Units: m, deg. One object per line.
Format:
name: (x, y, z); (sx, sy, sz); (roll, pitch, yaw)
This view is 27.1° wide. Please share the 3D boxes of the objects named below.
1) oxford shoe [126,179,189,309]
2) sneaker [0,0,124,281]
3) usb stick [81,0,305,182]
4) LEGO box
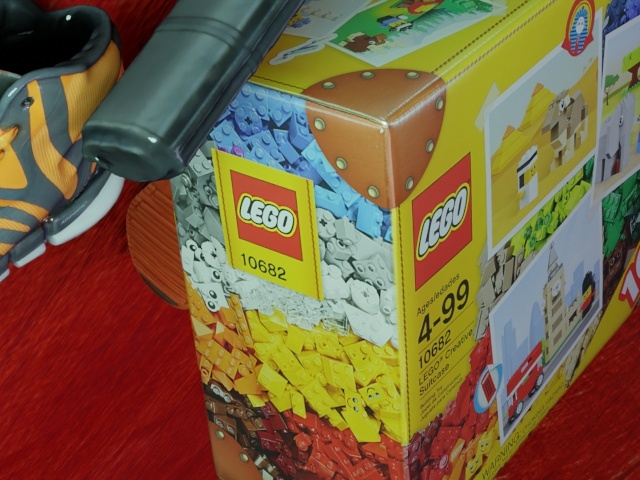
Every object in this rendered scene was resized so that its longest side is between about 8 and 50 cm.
oxford shoe: (-0.082, -0.043, 1.059); (0.098, 0.097, 0.271); (-42, 167, -40)
sneaker: (-0.221, -0.024, 0.680); (0.321, 0.124, 0.180); (-50, 167, -33)
usb stick: (-0.030, -0.145, 0.710); (0.077, 0.045, 0.278); (4, -125, 53)
LEGO box: (0.121, -0.060, 1.033); (0.500, 0.193, 0.373); (-40, 137, -40)
